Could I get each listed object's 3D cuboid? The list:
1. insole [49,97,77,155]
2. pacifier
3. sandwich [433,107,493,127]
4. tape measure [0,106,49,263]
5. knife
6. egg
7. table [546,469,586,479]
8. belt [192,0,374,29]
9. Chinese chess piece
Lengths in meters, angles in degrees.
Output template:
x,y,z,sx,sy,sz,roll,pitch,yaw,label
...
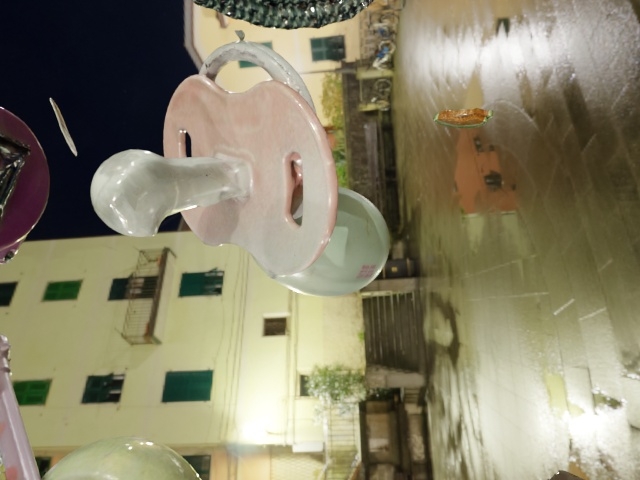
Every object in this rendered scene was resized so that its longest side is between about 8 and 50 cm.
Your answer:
x,y,z,sx,sy,sz,roll,pitch,yaw,label
-0.603,-0.266,1.152,0.197,0.004,0.065,55,165,30,insole
-0.121,-0.080,0.606,0.273,0.332,0.220,-53,-42,-20,pacifier
0.341,-0.290,1.165,0.067,0.135,0.029,17,-101,-63,sandwich
-0.492,-0.072,0.654,0.231,0.149,0.245,25,-109,-68,tape measure
-0.374,0.254,0.569,0.398,0.132,0.038,41,173,40,knife
0.000,0.000,0.794,0.264,0.183,0.183,6,-102,-43,egg
0.205,0.321,0.362,0.169,0.193,0.172,1,102,58,table
-0.055,-0.371,0.561,0.207,0.295,0.160,91,168,-58,belt
-0.244,0.354,0.582,0.092,0.237,0.238,-29,-64,-78,Chinese chess piece
